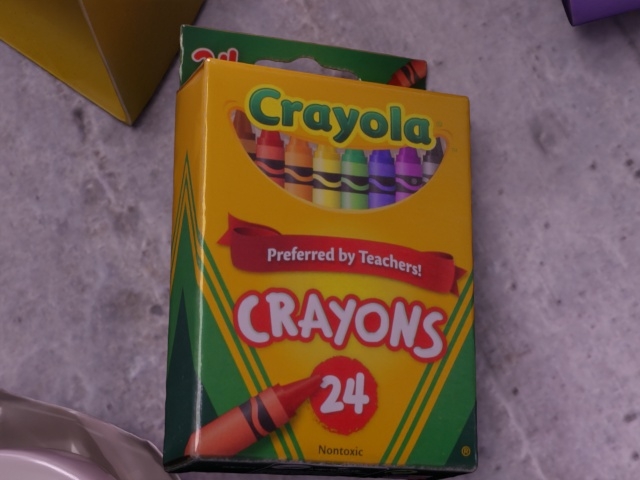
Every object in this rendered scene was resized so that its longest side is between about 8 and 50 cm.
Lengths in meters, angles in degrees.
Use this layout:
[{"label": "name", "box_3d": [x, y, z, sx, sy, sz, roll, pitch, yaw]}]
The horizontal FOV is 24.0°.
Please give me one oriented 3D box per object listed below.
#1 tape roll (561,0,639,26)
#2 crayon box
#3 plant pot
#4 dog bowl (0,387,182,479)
[{"label": "tape roll", "box_3d": [0.191, -0.250, 1.049, 0.080, 0.189, 0.189, -14, 73, 9]}, {"label": "crayon box", "box_3d": [0.000, 0.000, 1.034, 0.202, 0.081, 0.318, 5, 74, -21]}, {"label": "plant pot", "box_3d": [-0.180, -0.252, 1.132, 0.212, 0.212, 0.187, 34, 72, 18]}, {"label": "dog bowl", "box_3d": [-0.220, 0.275, 1.046, 0.349, 0.102, 0.349, -3, 76, 12]}]
